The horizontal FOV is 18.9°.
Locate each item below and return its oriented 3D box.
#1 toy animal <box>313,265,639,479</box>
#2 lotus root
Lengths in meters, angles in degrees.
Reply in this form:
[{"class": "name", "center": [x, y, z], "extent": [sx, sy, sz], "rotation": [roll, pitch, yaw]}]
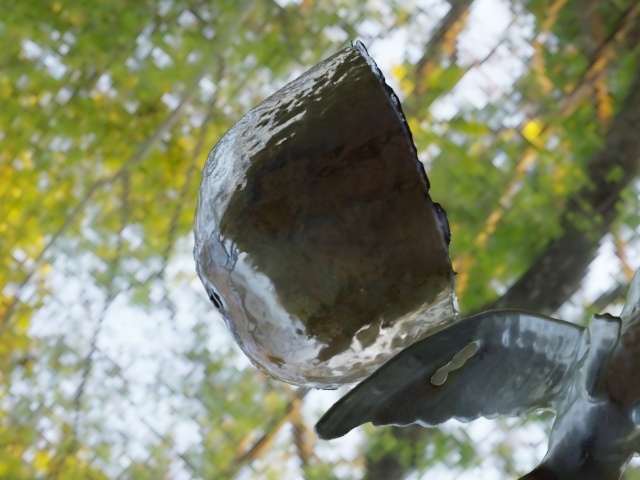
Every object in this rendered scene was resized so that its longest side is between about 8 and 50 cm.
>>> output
[{"class": "toy animal", "center": [0.122, 0.048, 0.712], "extent": [0.219, 0.155, 0.095], "rotation": [23, -177, 9]}, {"class": "lotus root", "center": [0.000, 0.000, 1.480], "extent": [0.272, 0.192, 0.272], "rotation": [63, 177, 6]}]
